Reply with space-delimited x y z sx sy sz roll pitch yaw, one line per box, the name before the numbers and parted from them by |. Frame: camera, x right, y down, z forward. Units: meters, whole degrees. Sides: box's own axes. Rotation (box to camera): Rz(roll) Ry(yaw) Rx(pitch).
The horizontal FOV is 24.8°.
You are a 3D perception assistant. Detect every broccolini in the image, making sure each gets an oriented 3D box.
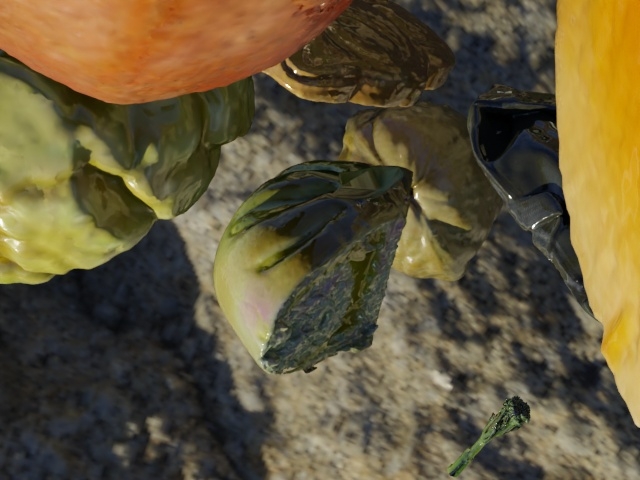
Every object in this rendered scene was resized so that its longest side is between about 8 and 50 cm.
broccolini | 0.198 0.233 1.701 0.140 0.035 0.030 -54 13 32

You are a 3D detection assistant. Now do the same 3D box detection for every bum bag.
bum bag | 0.264 -0.045 1.486 0.142 0.080 0.326 -23 59 -16

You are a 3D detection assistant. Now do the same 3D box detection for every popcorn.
popcorn | -0.187 -0.121 1.084 0.292 0.294 0.334 -2 47 -18

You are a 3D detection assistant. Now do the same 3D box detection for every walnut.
walnut | 0.126 -0.067 1.911 0.227 0.283 0.283 -33 60 10

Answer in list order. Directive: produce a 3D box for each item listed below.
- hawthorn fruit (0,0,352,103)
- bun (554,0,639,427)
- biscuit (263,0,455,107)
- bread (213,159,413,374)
hawthorn fruit | -0.066 -0.141 0.515 0.299 0.211 0.211 117 140 -52
bun | 0.186 -0.062 0.417 0.164 0.299 0.299 -1 68 -9
biscuit | -0.010 -0.235 1.561 0.269 0.376 0.051 47 124 36
bread | -0.009 0.003 1.282 0.156 0.261 0.158 13 119 2
